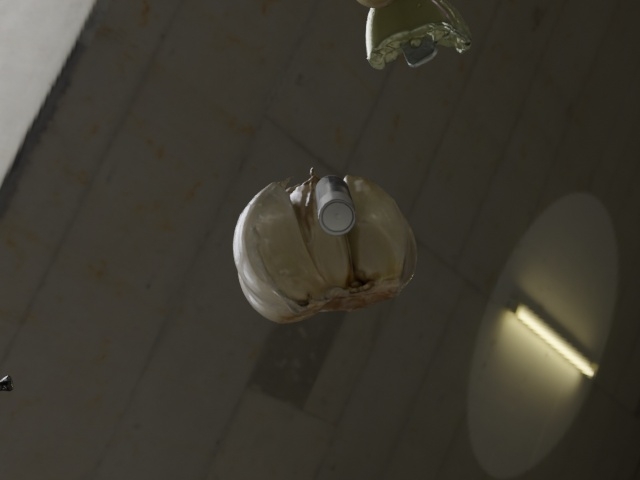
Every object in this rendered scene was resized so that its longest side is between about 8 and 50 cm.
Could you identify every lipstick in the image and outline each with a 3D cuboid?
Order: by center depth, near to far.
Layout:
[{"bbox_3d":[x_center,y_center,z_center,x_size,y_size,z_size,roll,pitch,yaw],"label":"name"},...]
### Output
[{"bbox_3d":[0.015,-0.040,1.019,0.141,0.040,0.040,-94,9,-75],"label":"lipstick"}]

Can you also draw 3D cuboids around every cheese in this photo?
[{"bbox_3d":[0.101,-0.305,1.216,0.127,0.235,0.050,-25,-34,13],"label":"cheese"}]

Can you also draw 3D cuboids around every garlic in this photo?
[{"bbox_3d":[-0.001,0.004,1.282,0.281,0.185,0.203,-12,-102,-25],"label":"garlic"}]

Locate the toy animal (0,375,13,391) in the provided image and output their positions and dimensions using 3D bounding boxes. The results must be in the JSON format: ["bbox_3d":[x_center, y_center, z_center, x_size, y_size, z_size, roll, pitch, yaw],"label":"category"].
[{"bbox_3d":[-0.388,0.102,0.848,0.176,0.073,0.217,-14,-26,-3],"label":"toy animal"}]

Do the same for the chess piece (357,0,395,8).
[{"bbox_3d":[0.063,-0.327,1.132,0.094,0.170,0.094,-3,-54,-5],"label":"chess piece"}]
